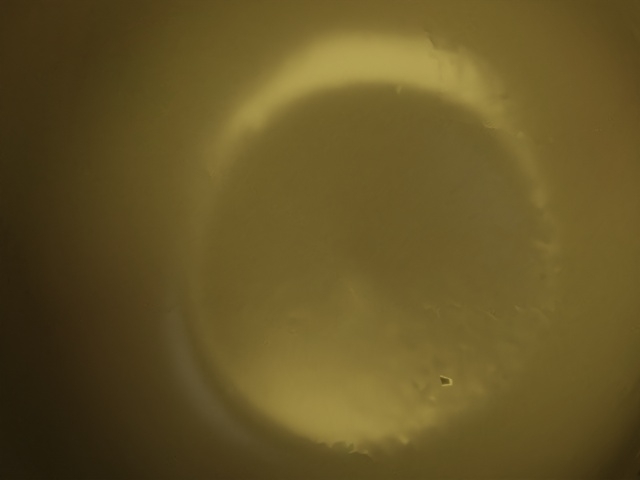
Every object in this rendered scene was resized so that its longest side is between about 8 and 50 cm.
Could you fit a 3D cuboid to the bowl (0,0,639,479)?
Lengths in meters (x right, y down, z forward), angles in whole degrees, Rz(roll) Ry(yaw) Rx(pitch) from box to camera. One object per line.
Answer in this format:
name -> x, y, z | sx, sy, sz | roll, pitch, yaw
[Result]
bowl -> 0.000, 0.000, 0.436 | 0.286, 0.144, 0.287 | -3, 78, 15
